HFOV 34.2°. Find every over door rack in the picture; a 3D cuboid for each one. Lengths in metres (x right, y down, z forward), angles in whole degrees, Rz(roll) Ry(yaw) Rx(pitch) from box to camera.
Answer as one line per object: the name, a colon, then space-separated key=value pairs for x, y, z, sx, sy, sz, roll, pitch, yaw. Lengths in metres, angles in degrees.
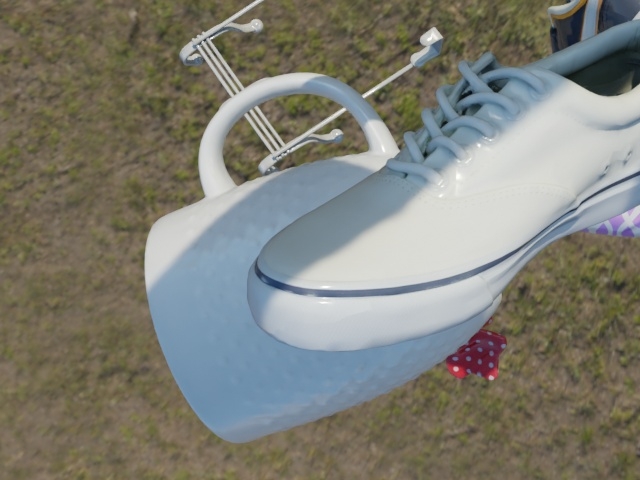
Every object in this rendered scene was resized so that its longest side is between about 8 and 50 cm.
over door rack: x=-0.010 y=-0.272 z=1.523 sx=0.324 sy=0.108 sz=0.239 roll=-37 pitch=78 yaw=6

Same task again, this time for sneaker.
sneaker: x=0.305 y=-0.196 z=1.062 sx=0.127 sy=0.126 sz=0.321 roll=54 pitch=169 yaw=20
sneaker: x=0.070 y=-0.037 z=0.474 sx=0.094 sy=0.258 sz=0.091 roll=25 pitch=131 yaw=42

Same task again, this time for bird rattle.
bird rattle: x=0.154 y=0.136 z=1.567 sx=0.254 sy=0.143 sz=0.207 roll=8 pitch=147 yaw=10

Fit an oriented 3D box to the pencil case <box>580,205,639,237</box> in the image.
pencil case: x=0.305 y=-0.054 z=1.229 sx=0.206 sy=0.086 sz=0.088 roll=6 pitch=154 yaw=14

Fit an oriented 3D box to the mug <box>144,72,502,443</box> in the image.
mug: x=0.000 y=0.000 z=1.148 sx=0.328 sy=0.276 sz=0.374 roll=-20 pitch=92 yaw=14
